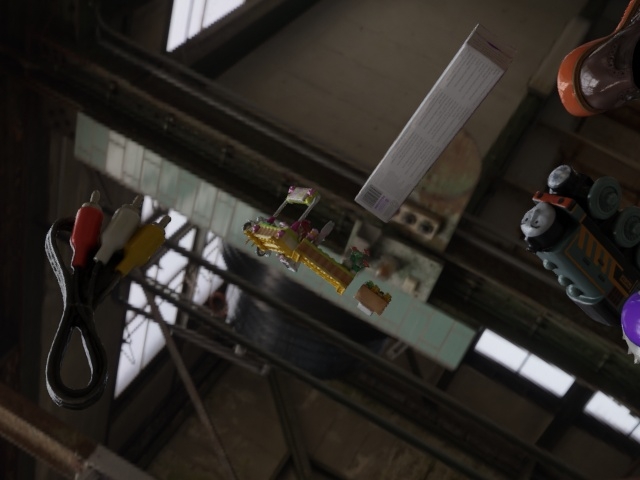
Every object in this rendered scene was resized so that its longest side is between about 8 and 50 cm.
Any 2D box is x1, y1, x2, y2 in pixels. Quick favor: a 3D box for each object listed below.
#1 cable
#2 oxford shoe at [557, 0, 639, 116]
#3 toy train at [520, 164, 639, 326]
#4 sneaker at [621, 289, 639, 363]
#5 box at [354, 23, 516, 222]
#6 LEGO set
[{"bbox_3d":[-0.275,0.053,0.996,0.139,0.072,0.287,17,-136,-6],"label":"cable"},{"bbox_3d":[0.381,-0.219,0.949,0.271,0.098,0.097,-40,-69,-26],"label":"oxford shoe"},{"bbox_3d":[0.502,0.011,1.582,0.334,0.190,0.142,40,171,-30],"label":"toy train"},{"bbox_3d":[0.269,0.002,0.461,0.102,0.293,0.146,-13,-91,-20],"label":"sneaker"},{"bbox_3d":[0.151,-0.151,1.193,0.067,0.324,0.063,34,-135,1],"label":"box"},{"bbox_3d":[0.000,0.000,1.290,0.287,0.132,0.107,25,-110,38],"label":"LEGO set"}]
